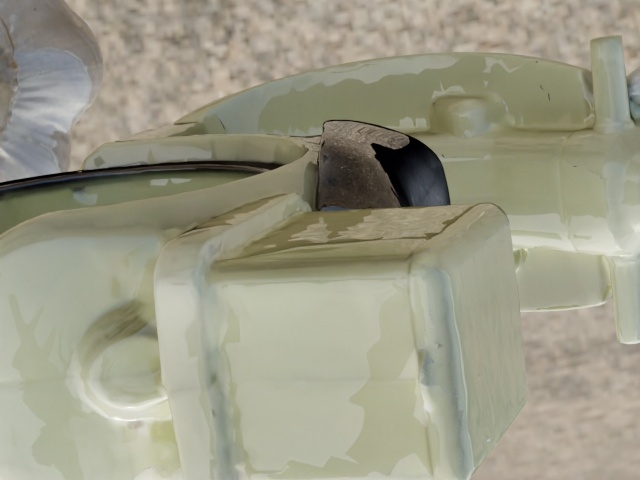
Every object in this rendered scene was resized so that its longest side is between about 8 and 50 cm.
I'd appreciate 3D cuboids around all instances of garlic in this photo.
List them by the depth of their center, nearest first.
[{"bbox_3d":[-0.237,-0.133,1.178,0.143,0.178,0.229,-27,110,-15],"label":"garlic"}]

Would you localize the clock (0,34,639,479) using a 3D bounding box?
[{"bbox_3d":[0.000,0.000,0.613,0.276,0.120,0.379,-1,-166,25],"label":"clock"}]
